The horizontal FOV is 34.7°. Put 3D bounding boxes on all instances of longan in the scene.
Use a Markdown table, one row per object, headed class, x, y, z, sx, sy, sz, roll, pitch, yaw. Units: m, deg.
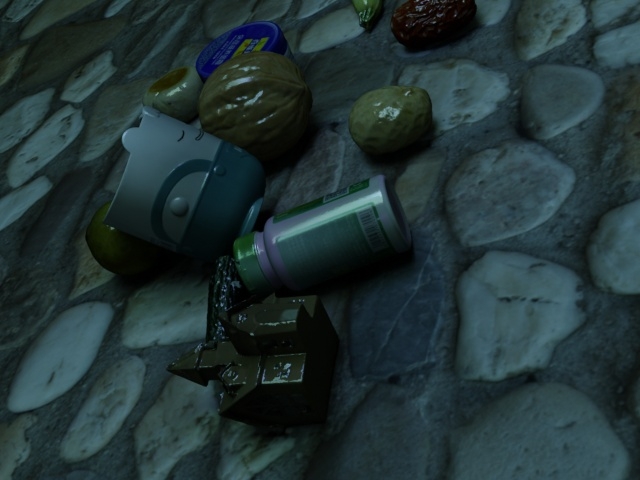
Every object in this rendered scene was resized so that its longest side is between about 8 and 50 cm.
| class | x | y | z | sx | sy | sz | roll | pitch | yaw |
| --- | --- | --- | --- | --- | --- | --- | --- | --- | --- |
| longan | -0.351 | -0.006 | 1.924 | 0.145 | 0.176 | 0.154 | 130 | 142 | -54 |

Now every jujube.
| class | x | y | z | sx | sy | sz | roll | pitch | yaw |
| --- | --- | --- | --- | --- | --- | --- | --- | --- | --- |
| jujube | 0.227 | -0.452 | 2.063 | 0.176 | 0.109 | 0.112 | -26 | -1 | 20 |

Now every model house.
| class | x | y | z | sx | sy | sz | roll | pitch | yaw |
| --- | --- | --- | --- | --- | --- | --- | --- | --- | --- |
| model house | -0.121 | 0.167 | 1.498 | 0.248 | 0.176 | 0.181 | -8 | 44 | 17 |

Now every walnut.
| class | x | y | z | sx | sy | sz | roll | pitch | yaw |
| --- | --- | --- | --- | --- | --- | --- | --- | --- | --- |
| walnut | -0.124 | -0.260 | 1.996 | 0.228 | 0.228 | 0.228 | -19 | 38 | 16 |

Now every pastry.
| class | x | y | z | sx | sy | sz | roll | pitch | yaw |
| --- | --- | --- | --- | --- | --- | --- | --- | --- | --- |
| pastry | -0.323 | -0.327 | 2.309 | 0.156 | 0.092 | 0.156 | -16 | 38 | 14 |

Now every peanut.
| class | x | y | z | sx | sy | sz | roll | pitch | yaw |
| --- | --- | --- | --- | --- | --- | --- | --- | --- | --- |
| peanut | 0.126 | -0.222 | 1.850 | 0.159 | 0.109 | 0.140 | -29 | 50 | 9 |

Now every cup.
| class | x | y | z | sx | sy | sz | roll | pitch | yaw |
| --- | --- | --- | --- | --- | --- | --- | --- | --- | --- |
| cup | -0.235 | -0.097 | 1.826 | 0.289 | 0.258 | 0.219 | -92 | 26 | -74 |

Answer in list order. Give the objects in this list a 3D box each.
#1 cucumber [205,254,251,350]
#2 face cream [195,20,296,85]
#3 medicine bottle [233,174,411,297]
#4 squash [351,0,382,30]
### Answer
| class | x | y | z | sx | sy | sz | roll | pitch | yaw |
| --- | --- | --- | --- | --- | --- | --- | --- | --- | --- |
| cucumber | -0.150 | 0.131 | 1.663 | 0.074 | 0.074 | 0.241 | -18 | 42 | 17 |
| face cream | -0.159 | -0.377 | 2.234 | 0.206 | 0.111 | 0.206 | -18 | 39 | 15 |
| medicine bottle | 0.000 | 0.000 | 1.659 | 0.274 | 0.133 | 0.133 | -21 | 37 | 12 |
| squash | 0.098 | -0.541 | 2.285 | 0.094 | 0.094 | 0.224 | -20 | 46 | 15 |
